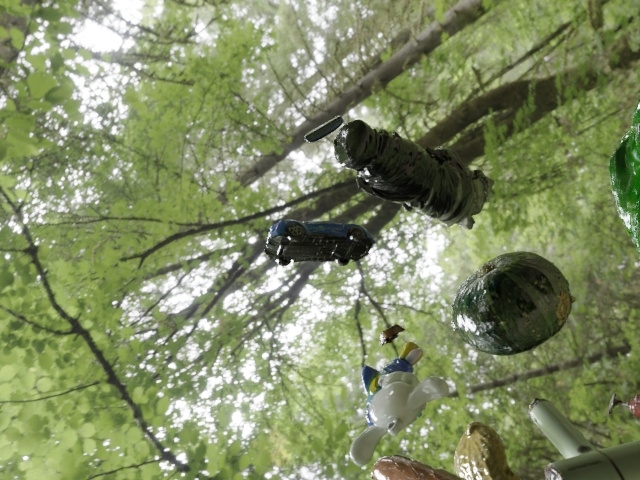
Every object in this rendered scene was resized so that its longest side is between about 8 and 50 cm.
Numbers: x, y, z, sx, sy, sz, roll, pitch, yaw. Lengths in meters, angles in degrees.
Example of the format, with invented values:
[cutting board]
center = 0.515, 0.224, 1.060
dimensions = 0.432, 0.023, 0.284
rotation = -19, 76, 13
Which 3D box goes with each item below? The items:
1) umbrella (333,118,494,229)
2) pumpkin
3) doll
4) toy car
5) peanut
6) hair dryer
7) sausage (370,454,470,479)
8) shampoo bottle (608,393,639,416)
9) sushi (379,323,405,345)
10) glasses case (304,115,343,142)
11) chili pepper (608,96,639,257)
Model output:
[umbrella]
center = 0.132, -0.098, 0.760
dimensions = 0.358, 0.113, 0.106
rotation = 13, -157, -50
[pumpkin]
center = 0.307, 0.102, 0.859
dimensions = 0.146, 0.190, 0.190
rotation = 40, -137, -9
[doll]
center = 0.248, 0.514, 1.744
dimensions = 0.187, 0.376, 0.365
rotation = 59, -167, -13
[toy car]
center = 0.000, 0.000, 1.016
dimensions = 0.216, 0.103, 0.063
rotation = 0, -125, -21
[peanut]
center = 0.377, 0.529, 1.190
dimensions = 0.110, 0.196, 0.233
rotation = -14, -117, -18
[hair dryer]
center = 0.517, 0.418, 1.073
dimensions = 0.362, 0.203, 0.128
rotation = -107, 2, -77
[sausage]
center = 0.217, 0.438, 0.899
dimensions = 0.088, 0.433, 0.087
rotation = 4, -98, -31
[shampoo bottle]
center = 0.832, 0.406, 1.256
dimensions = 0.153, 0.284, 0.071
rotation = 52, -125, -36
[sushi]
center = 0.229, 0.313, 1.755
dimensions = 0.050, 0.099, 0.047
rotation = -3, -122, -55
[glasses case]
center = 0.009, -0.214, 1.033
dimensions = 0.023, 0.083, 0.033
rotation = 60, -168, -15
[chili pepper]
center = 0.369, -0.029, 0.449
dimensions = 0.167, 0.213, 0.384
rotation = -29, -80, -50
